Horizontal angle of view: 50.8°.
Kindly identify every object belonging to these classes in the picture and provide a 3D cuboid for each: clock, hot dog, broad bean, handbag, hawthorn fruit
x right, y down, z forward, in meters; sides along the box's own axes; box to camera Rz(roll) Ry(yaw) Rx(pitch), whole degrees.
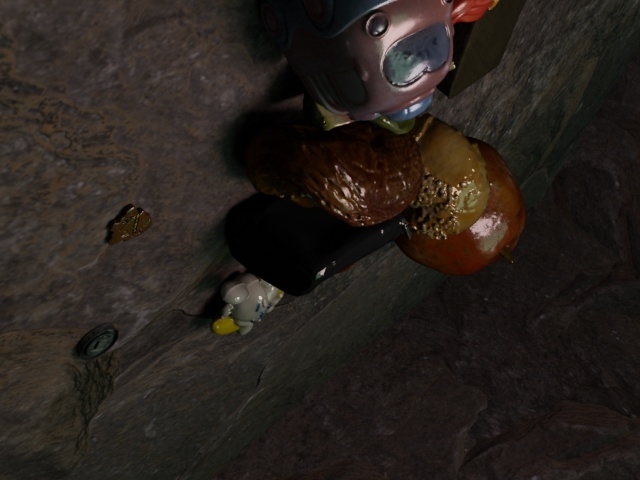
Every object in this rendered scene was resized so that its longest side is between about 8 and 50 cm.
[{"bbox_3d":[-0.425,0.195,1.284,0.085,0.017,0.085,-39,159,-19],"label":"clock"},{"bbox_3d":[0.033,-0.138,1.266,0.387,0.266,0.174,-16,126,-52],"label":"hot dog"},{"bbox_3d":[0.119,-0.265,1.304,0.072,0.153,0.207,-61,-175,38],"label":"broad bean"},{"bbox_3d":[-0.001,0.002,1.395,0.301,0.275,0.178,-31,147,-35],"label":"handbag"},{"bbox_3d":[0.399,-0.074,1.904,0.402,0.403,0.403,-40,159,-19],"label":"hawthorn fruit"}]

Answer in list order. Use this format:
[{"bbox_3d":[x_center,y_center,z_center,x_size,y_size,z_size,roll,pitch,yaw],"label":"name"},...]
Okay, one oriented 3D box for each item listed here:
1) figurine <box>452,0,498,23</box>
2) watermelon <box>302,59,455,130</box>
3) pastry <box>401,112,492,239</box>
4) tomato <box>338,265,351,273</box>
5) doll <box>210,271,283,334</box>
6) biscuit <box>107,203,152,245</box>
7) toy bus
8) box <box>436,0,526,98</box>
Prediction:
[{"bbox_3d":[0.190,-0.437,1.074,0.257,0.180,0.208,41,62,-58],"label":"figurine"},{"bbox_3d":[0.077,-0.315,1.184,0.303,0.159,0.129,-28,130,-25],"label":"watermelon"},{"bbox_3d":[0.249,-0.135,1.593,0.184,0.284,0.316,-47,123,-32],"label":"pastry"},{"bbox_3d":[0.021,-0.010,1.612,0.167,0.167,0.167,-40,159,-19],"label":"tomato"},{"bbox_3d":[-0.162,0.136,1.566,0.237,0.111,0.252,-29,162,-38],"label":"doll"},{"bbox_3d":[-0.311,-0.024,1.110,0.082,0.016,0.092,-54,157,17],"label":"biscuit"},{"bbox_3d":[0.067,-0.283,0.968,0.197,0.294,0.232,-31,111,-22],"label":"toy bus"},{"bbox_3d":[0.296,-0.450,1.347,0.184,0.143,0.273,-38,159,-24],"label":"box"}]
